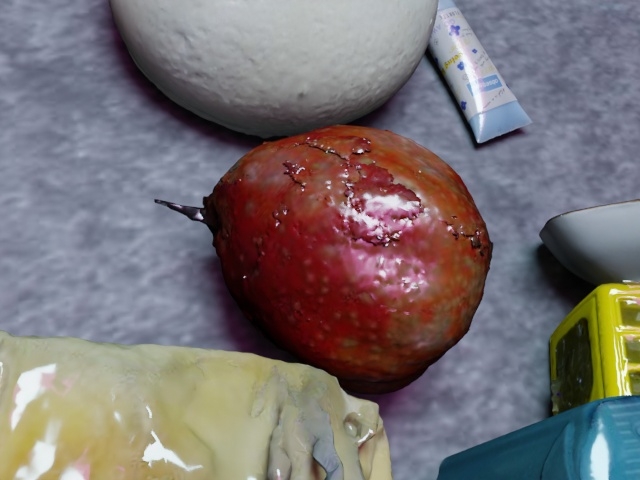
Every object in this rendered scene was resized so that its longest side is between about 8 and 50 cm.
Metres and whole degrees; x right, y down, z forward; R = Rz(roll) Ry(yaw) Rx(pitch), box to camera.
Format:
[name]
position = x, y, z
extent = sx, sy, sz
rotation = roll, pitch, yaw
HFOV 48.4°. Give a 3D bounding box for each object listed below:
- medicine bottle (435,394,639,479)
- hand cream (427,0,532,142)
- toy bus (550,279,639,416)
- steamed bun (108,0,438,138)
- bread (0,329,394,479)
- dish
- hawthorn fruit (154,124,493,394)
[medicine bottle]
position = 0.126, 0.165, 0.393
extent = 0.079, 0.258, 0.124
rotation = -4, 69, -17
[hand cream]
position = 0.135, -0.173, 0.683
extent = 0.065, 0.043, 0.170
rotation = -23, 77, -18
[toy bus]
position = 0.241, 0.199, 0.473
extent = 0.152, 0.144, 0.330
rotation = 7, 60, -2
[steamed bun]
position = -0.032, -0.232, 0.588
extent = 0.283, 0.177, 0.283
rotation = 6, 63, -12
[bread]
position = -0.150, 0.167, 0.348
extent = 0.389, 0.236, 0.183
rotation = 3, 48, -5
[dish]
position = 0.271, 0.012, 0.563
extent = 0.191, 0.191, 0.066
rotation = -1, 80, -15
[hawthorn fruit]
position = 0.000, 0.000, 0.488
extent = 0.235, 0.181, 0.181
rotation = 21, 61, -4
